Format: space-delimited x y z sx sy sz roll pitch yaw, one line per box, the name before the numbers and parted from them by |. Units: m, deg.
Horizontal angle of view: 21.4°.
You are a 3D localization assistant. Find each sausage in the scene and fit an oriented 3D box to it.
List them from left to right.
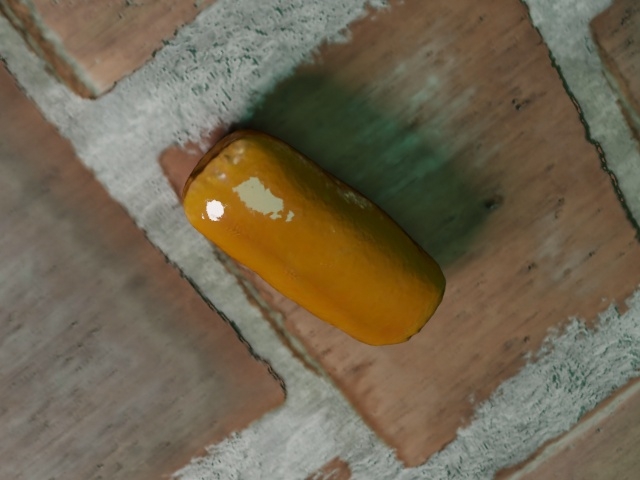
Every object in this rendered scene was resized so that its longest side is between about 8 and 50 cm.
sausage | 0.000 0.000 1.263 0.238 0.098 0.098 36 98 -31
